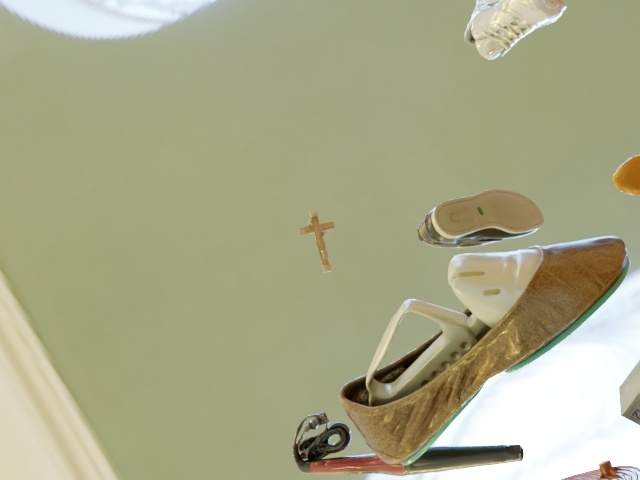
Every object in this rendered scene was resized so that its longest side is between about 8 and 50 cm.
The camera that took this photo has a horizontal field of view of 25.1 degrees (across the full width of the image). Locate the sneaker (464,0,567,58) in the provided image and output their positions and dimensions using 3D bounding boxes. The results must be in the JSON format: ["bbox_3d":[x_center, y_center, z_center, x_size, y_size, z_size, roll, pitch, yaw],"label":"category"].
[{"bbox_3d":[0.283,-0.318,2.123,0.090,0.115,0.232,30,175,-14],"label":"sneaker"}]

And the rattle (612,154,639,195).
[{"bbox_3d":[0.489,-0.121,2.009,0.130,0.142,0.200,59,-155,-31],"label":"rattle"}]

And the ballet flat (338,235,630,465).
[{"bbox_3d":[0.142,0.088,1.412,0.124,0.342,0.116,39,-151,-13],"label":"ballet flat"}]

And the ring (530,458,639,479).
[{"bbox_3d":[0.319,0.401,2.138,0.336,0.336,0.032,-23,-90,-65],"label":"ring"}]

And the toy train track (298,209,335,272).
[{"bbox_3d":[0.000,0.000,1.874,0.014,0.048,0.083,122,136,-75],"label":"toy train track"}]

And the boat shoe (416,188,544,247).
[{"bbox_3d":[0.264,-0.031,2.366,0.233,0.079,0.084,-7,-115,-31],"label":"boat shoe"}]

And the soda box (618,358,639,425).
[{"bbox_3d":[0.562,0.159,2.139,0.098,0.286,0.091,28,-154,-5],"label":"soda box"}]

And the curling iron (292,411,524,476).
[{"bbox_3d":[0.086,0.223,1.539,0.035,0.274,0.068,5,-95,-59],"label":"curling iron"}]
